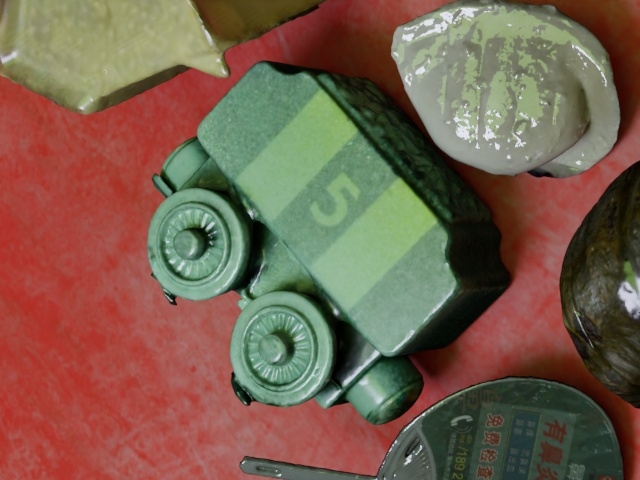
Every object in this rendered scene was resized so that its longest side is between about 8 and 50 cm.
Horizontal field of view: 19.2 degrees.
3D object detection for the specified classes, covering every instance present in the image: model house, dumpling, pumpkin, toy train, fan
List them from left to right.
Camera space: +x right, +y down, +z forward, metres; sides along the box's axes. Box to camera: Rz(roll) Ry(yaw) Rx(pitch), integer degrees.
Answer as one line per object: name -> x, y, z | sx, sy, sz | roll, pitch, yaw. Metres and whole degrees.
model house -> -0.157, -0.276, 1.573 | 0.266, 0.261, 0.321 | -21, 98, 41
toy train -> 0.000, 0.000, 1.549 | 0.238, 0.167, 0.299 | -47, 74, 17
fan -> 0.109, 0.228, 1.529 | 0.294, 0.012, 0.223 | -19, 108, 10
dumpling -> 0.153, -0.126, 1.490 | 0.176, 0.092, 0.150 | 49, 117, 15
pumpkin -> 0.260, 0.063, 1.369 | 0.131, 0.126, 0.248 | -31, 79, 38
